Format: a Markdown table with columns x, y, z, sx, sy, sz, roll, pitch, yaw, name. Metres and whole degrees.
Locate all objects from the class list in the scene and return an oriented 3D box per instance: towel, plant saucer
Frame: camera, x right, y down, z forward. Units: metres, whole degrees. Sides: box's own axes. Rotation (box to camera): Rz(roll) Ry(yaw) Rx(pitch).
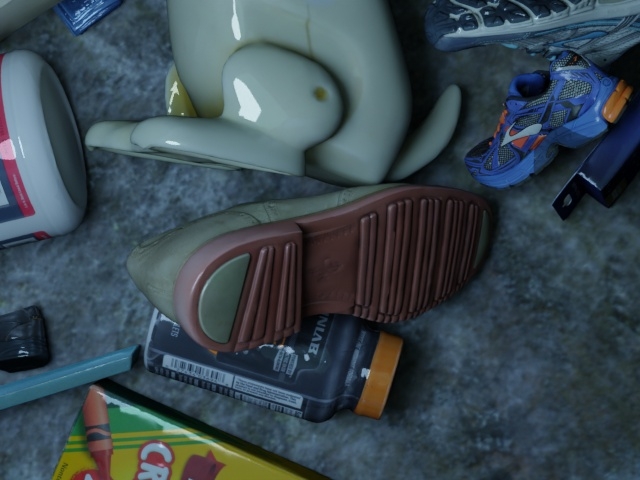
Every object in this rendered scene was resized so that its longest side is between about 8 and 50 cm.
| x | y | z | sx | sy | sz | roll | pitch | yaw | name |
| --- | --- | --- | --- | --- | --- | --- | --- | --- | --- |
| -0.264 | -0.277 | 1.640 | 0.067 | 0.029 | 0.119 | -37 | 88 | 2 | towel |
| -0.279 | 0.147 | 1.628 | 0.192 | 0.067 | 0.018 | -18 | 97 | 4 | plant saucer |

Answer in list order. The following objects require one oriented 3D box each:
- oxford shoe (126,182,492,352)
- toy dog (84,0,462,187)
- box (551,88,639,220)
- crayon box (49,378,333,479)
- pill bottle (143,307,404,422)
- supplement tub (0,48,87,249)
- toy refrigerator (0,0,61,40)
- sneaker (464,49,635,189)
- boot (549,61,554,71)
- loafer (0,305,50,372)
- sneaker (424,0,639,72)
| x | y | z | sx | sy | sz | roll | pitch | yaw | name |
| --- | --- | --- | --- | --- | --- | --- | --- | --- | --- |
| 0.000 | 0.000 | 1.515 | 0.146 | 0.397 | 0.140 | 26 | 115 | 45 | oxford shoe |
| -0.022 | -0.264 | 1.506 | 0.395 | 0.284 | 0.408 | 8 | 91 | -12 | toy dog |
| 0.313 | -0.107 | 1.553 | 0.036 | 0.136 | 0.225 | 39 | 94 | 15 | box |
| -0.124 | 0.296 | 1.614 | 0.318 | 0.081 | 0.202 | 23 | 92 | 2 | crayon box |
| -0.043 | 0.104 | 1.582 | 0.246 | 0.130 | 0.130 | 17 | 92 | 2 | pill bottle |
| -0.384 | -0.071 | 1.569 | 0.272 | 0.191 | 0.191 | -13 | 90 | 3 | supplement tub |
| -0.336 | -0.251 | 1.543 | 0.269 | 0.094 | 0.102 | -21 | 89 | 45 | toy refrigerator |
| 0.210 | -0.123 | 1.538 | 0.087 | 0.221 | 0.083 | 46 | 52 | -8 | sneaker |
| 0.280 | -0.203 | 1.607 | 0.106 | 0.037 | 0.114 | -6 | 95 | 0 | boot |
| -0.366 | 0.109 | 1.643 | 0.170 | 0.062 | 0.061 | -7 | 68 | 0 | loafer |
| 0.238 | -0.206 | 1.523 | 0.283 | 0.110 | 0.122 | -13 | 130 | -11 | sneaker |
